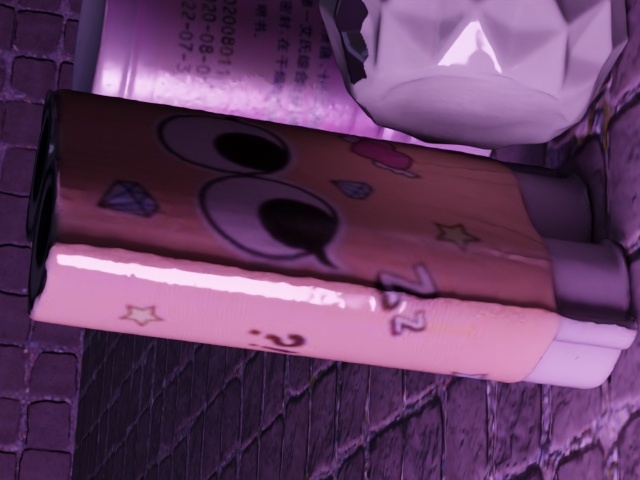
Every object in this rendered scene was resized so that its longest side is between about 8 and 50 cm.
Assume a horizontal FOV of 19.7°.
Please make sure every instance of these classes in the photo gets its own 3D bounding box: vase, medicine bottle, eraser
[{"bbox_3d":[0.096,-0.237,1.004,0.165,0.165,0.360,136,143,-68],"label":"vase"},{"bbox_3d":[-0.022,-0.114,1.165,0.152,0.254,0.152,-173,90,-75],"label":"medicine bottle"},{"bbox_3d":[0.000,0.000,0.943,0.171,0.290,0.087,-104,27,-57],"label":"eraser"}]
